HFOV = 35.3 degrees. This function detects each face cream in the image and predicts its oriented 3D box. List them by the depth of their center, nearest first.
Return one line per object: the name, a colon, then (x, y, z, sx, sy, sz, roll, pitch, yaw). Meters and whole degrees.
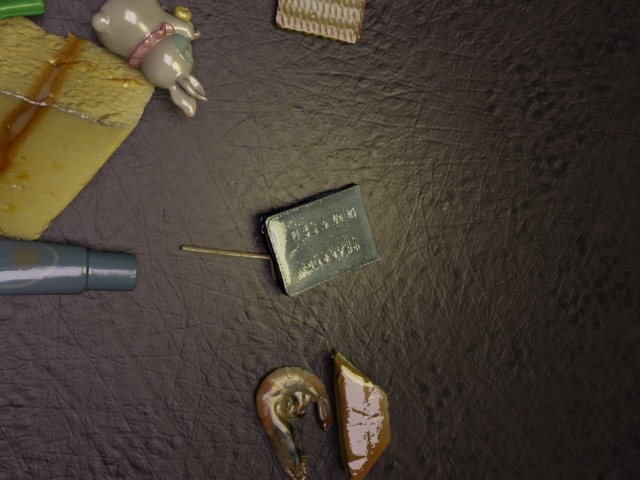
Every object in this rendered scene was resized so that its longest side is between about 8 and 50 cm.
face cream: (-0.515, 0.047, 1.750, 0.385, 0.086, 0.136, 3, 64, -21)

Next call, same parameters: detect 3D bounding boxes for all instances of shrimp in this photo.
shrimp: (-0.037, 0.363, 1.934, 0.143, 0.052, 0.251, -18, 98, -16)

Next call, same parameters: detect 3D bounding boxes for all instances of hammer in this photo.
hammer: (-0.167, 0.035, 1.888, 0.195, 0.028, 0.060, 7, 97, -12)

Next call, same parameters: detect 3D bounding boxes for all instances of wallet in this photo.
wallet: (0.001, 0.000, 1.905, 0.222, 0.036, 0.167, -20, 100, -23)

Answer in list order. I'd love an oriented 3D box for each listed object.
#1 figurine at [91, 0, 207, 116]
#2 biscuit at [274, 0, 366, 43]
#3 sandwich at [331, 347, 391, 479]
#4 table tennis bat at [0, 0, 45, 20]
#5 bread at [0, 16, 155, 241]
figurine: (-0.274, -0.336, 1.762, 0.235, 0.155, 0.127, 43, 119, -8)
biscuit: (0.011, -0.508, 1.883, 0.172, 0.029, 0.255, 10, 93, -15)
sandwich: (0.075, 0.336, 1.939, 0.096, 0.094, 0.258, -6, 95, -13)
table tennis bat: (-0.567, -0.370, 1.637, 0.257, 0.039, 0.161, -23, 90, -39)
bread: (-0.543, -0.184, 1.766, 0.345, 0.242, 0.405, 29, 120, -19)
